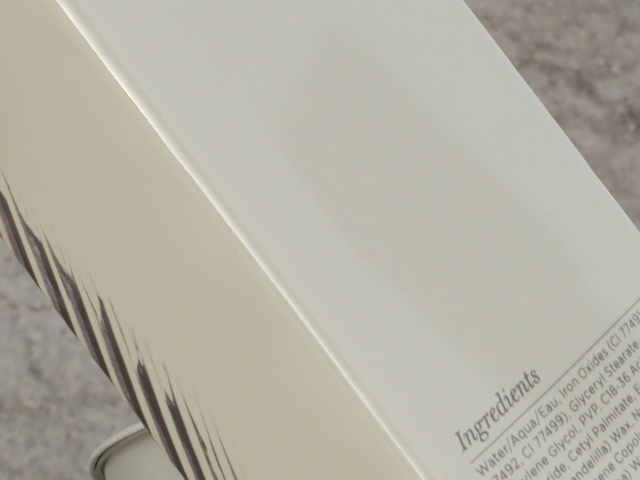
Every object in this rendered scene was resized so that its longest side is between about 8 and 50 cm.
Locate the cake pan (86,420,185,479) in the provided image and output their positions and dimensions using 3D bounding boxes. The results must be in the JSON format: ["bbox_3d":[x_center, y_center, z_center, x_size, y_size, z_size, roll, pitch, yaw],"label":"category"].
[{"bbox_3d":[-0.009,0.160,1.131,0.293,0.293,0.054,6,65,-33],"label":"cake pan"}]

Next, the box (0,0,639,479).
[{"bbox_3d":[0.000,0.000,0.441,0.113,0.094,0.275,-36,89,-37],"label":"box"}]
